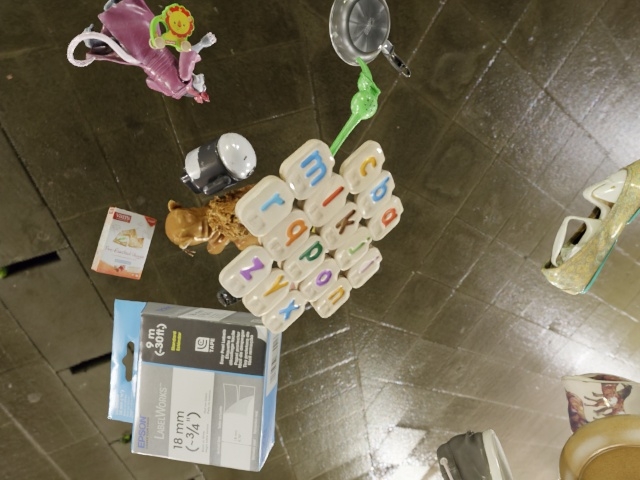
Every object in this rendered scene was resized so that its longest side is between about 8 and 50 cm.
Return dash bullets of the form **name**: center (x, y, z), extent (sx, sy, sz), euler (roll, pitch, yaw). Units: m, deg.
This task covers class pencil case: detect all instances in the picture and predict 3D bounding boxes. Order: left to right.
- **pencil case**: center (0.616, 0.480, 0.857), extent (0.183, 0.411, 0.160), euler (7, 158, -19)

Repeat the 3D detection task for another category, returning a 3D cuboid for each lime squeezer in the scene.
- **lime squeezer**: center (0.087, -0.305, 0.922), extent (0.058, 0.110, 0.311), euler (23, 65, -16)

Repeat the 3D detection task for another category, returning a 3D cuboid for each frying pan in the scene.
- **frying pan**: center (0.141, -0.522, 1.153), extent (0.197, 0.053, 0.326), euler (-46, 130, -10)

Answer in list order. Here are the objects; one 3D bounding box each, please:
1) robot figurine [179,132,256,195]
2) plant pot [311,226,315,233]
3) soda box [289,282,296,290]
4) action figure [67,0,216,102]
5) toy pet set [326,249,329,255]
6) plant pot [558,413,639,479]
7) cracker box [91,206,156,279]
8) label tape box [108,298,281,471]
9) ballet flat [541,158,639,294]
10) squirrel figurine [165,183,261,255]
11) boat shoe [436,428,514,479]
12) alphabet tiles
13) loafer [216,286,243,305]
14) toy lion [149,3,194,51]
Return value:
- **robot figurine**: center (-0.361, -0.266, 1.517), extent (0.278, 0.173, 0.209), euler (-21, 85, 21)
- **plant pot**: center (0.013, -0.035, 1.807), extent (0.081, 0.083, 0.081), euler (-60, 145, 1)
- **soda box**: center (-0.045, 0.114, 1.041), extent (0.058, 0.063, 0.183), euler (43, 94, -15)
- **action figure**: center (-0.481, -0.536, 1.265), extent (0.248, 0.276, 0.370), euler (-28, 125, 35)
- **toy pet set**: center (0.006, 0.046, 1.344), extent (0.065, 0.114, 0.122), euler (-9, 102, 26)
- **plant pot**: center (0.437, 0.344, 0.549), extent (0.032, 0.236, 0.237), euler (-16, 129, -52)
- **cracker box**: center (-0.708, 0.011, 1.546), extent (0.155, 0.067, 0.233), euler (19, 81, -44)
- **label tape box**: center (-0.245, 0.242, 0.749), extent (0.333, 0.106, 0.241), euler (4, 91, 8)
- **ballet flat**: center (0.598, -0.049, 0.916), extent (0.123, 0.123, 0.349), euler (16, 108, -31)
- **squirrel figurine**: center (-0.375, -0.088, 1.606), extent (0.370, 0.281, 0.396), euler (-3, 163, -41)
- **boat shoe**: center (0.224, 0.417, 0.544), extent (0.095, 0.335, 0.112), euler (-26, 125, 23)
- **alphabet tiles**: center (0.000, 0.000, 0.605), extent (0.278, 0.021, 0.284), euler (-43, 138, -9)
- **loafer**: center (-0.200, 0.129, 1.252), extent (0.223, 0.078, 0.076), euler (-18, 114, 17)
- **toy lion**: center (-0.330, -0.475, 0.952), extent (0.100, 0.034, 0.096), euler (-15, 116, -42)
